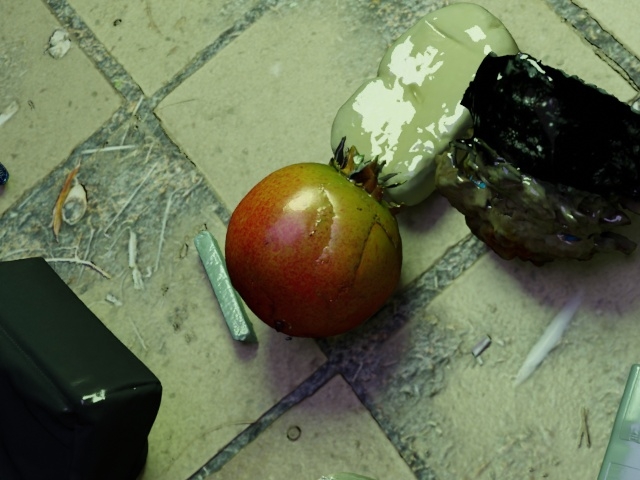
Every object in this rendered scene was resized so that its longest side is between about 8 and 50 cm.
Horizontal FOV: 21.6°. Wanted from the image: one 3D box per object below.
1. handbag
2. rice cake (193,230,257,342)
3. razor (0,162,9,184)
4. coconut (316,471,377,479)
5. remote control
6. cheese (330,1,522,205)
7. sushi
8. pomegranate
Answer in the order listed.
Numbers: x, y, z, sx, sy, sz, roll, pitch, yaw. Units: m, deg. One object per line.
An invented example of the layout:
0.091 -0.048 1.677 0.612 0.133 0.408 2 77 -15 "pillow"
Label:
-0.323 0.204 2.034 0.178 0.275 0.302 -17 43 -39 "handbag"
-0.118 0.060 2.078 0.029 0.033 0.171 -28 56 4 "rice cake"
-0.465 -0.122 2.327 0.044 0.028 0.154 -42 55 0 "razor"
0.035 0.325 1.799 0.147 0.147 0.153 47 124 34 "coconut"
0.339 0.212 1.800 0.061 0.029 0.162 10 70 29 "remote control"
0.137 -0.170 2.046 0.159 0.093 0.263 36 82 30 "cheese"
0.245 -0.080 1.882 0.238 0.225 0.219 34 99 54 "sushi"
0.000 0.000 1.947 0.210 0.210 0.235 38 102 34 "pomegranate"
